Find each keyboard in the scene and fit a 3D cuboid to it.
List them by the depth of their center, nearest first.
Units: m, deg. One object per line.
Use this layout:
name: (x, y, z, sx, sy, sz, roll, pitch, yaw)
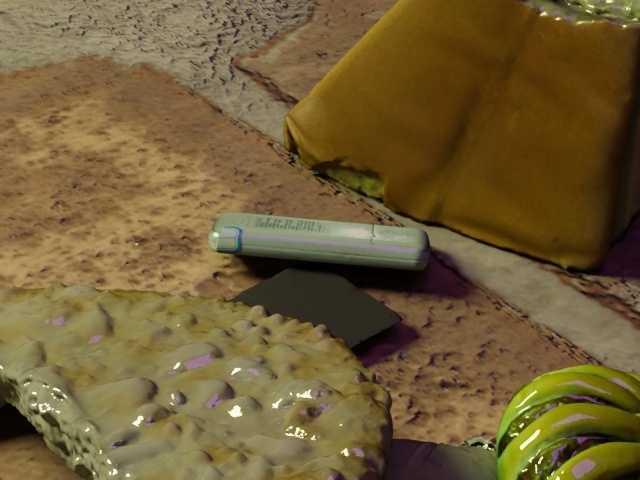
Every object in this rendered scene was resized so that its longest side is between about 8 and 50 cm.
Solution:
keyboard: (-0.050, 0.063, 0.804, 0.196, 0.015, 0.074, -27, 48, -37)

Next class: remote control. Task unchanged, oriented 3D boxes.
remote control: (0.000, 0.000, 0.886, 0.124, 0.017, 0.053, 5, 13, 1)

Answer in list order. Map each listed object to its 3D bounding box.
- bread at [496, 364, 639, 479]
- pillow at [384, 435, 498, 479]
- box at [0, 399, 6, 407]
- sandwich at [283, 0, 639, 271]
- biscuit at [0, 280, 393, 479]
bread: (0.134, 0.109, 0.664, 0.139, 0.071, 0.130, 10, 44, -48)
pillow: (-0.026, 0.169, 0.593, 0.185, 0.075, 0.302, 3, 33, 10)
box: (-0.302, 0.064, 0.754, 0.285, 0.044, 0.142, -13, 40, -23)
sandwich: (0.099, -0.127, 0.932, 0.227, 0.198, 0.155, 19, 37, 21)
biscuit: (-0.057, 0.065, 0.678, 0.141, 0.038, 0.290, -19, 26, -30)
